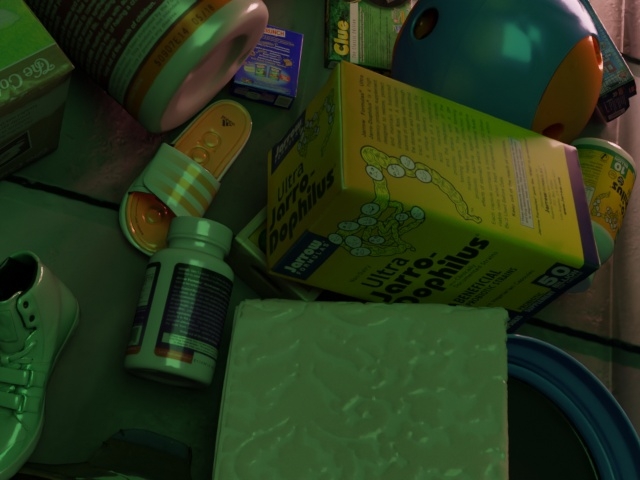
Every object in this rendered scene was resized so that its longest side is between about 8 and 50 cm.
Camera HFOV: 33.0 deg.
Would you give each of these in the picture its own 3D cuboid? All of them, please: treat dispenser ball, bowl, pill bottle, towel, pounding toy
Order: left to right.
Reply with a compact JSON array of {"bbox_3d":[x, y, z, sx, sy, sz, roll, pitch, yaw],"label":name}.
[{"bbox_3d":[-0.278,-0.345,1.387,0.392,0.224,0.224,43,62,2],"label":"pill bottle"},{"bbox_3d":[-0.164,0.074,1.307,0.108,0.108,0.193,15,72,-12],"label":"pill bottle"},{"bbox_3d":[0.010,0.002,1.417,0.181,0.094,0.206,42,62,1],"label":"pounding toy"},{"bbox_3d":[0.049,0.208,1.235,0.331,0.053,0.317,2,55,6],"label":"towel"},{"bbox_3d":[0.241,-0.233,1.484,0.288,0.288,0.288,7,66,-16],"label":"treat dispenser ball"},{"bbox_3d":[0.251,0.314,1.345,0.391,0.077,0.391,13,61,-25],"label":"bowl"},{"bbox_3d":[0.371,-0.034,1.543,0.117,0.117,0.208,29,62,-6],"label":"pill bottle"}]

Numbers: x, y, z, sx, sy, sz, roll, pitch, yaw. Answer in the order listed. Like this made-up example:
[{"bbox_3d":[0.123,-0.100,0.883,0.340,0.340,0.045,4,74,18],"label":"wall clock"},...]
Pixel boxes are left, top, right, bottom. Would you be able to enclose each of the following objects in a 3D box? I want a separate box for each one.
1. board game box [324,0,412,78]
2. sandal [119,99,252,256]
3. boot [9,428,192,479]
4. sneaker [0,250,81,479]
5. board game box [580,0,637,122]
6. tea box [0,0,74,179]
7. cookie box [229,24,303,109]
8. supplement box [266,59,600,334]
[{"bbox_3d":[0.073,-0.366,1.630,0.136,0.030,0.260,9,66,-18],"label":"board game box"},{"bbox_3d":[-0.170,-0.100,1.407,0.102,0.076,0.265,32,62,-4],"label":"sandal"},{"bbox_3d":[-0.251,0.268,1.244,0.219,0.082,0.106,14,40,-4],"label":"boot"},{"bbox_3d":[-0.357,0.134,1.194,0.094,0.151,0.256,5,58,15],"label":"sneaker"},{"bbox_3d":[0.405,-0.290,1.624,0.060,0.194,0.194,-28,78,14],"label":"board game box"},{"bbox_3d":[-0.517,-0.196,1.246,0.329,0.220,0.323,-36,84,-28],"label":"tea box"},{"bbox_3d":[-0.076,-0.248,1.522,0.091,0.040,0.107,13,65,-13],"label":"cookie box"},{"bbox_3d":[0.133,-0.040,1.335,0.356,0.194,0.195,16,51,-23],"label":"supplement box"}]
